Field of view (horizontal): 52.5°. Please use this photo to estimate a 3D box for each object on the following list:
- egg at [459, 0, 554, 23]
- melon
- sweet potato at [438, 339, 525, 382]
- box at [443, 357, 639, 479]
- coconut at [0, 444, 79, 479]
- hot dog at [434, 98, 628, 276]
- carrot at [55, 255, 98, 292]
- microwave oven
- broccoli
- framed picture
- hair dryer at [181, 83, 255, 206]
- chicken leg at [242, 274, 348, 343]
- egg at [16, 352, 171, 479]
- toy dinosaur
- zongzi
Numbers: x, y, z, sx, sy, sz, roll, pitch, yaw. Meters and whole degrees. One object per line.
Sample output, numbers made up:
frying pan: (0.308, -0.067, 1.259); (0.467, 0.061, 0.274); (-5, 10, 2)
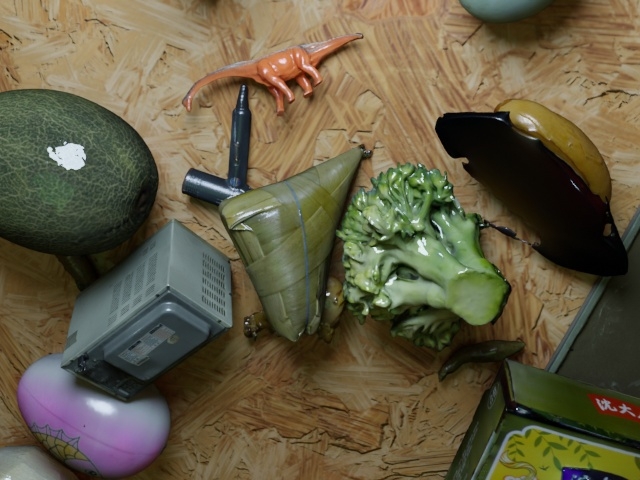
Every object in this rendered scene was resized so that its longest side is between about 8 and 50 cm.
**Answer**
egg: (0.249, -0.361, 0.800); (0.149, 0.149, 0.192); (42, 110, -8)
melon: (-0.394, -0.102, 0.952); (0.302, 0.237, 0.237); (18, 112, 8)
sweet potato: (0.260, 0.189, 1.068); (0.153, 0.038, 0.041); (-23, 63, 14)
box: (0.409, 0.437, 1.071); (0.373, 0.138, 0.420); (17, 116, 2)
coconut: (-0.565, 0.519, 1.222); (0.230, 0.227, 0.227); (41, 111, 0)
hot dog: (0.312, -0.093, 0.915); (0.194, 0.107, 0.326); (5, 144, 48)
carrot: (-0.403, 0.079, 1.131); (0.049, 0.049, 0.254); (-18, 111, 15)
microwave oven: (-0.269, 0.118, 1.032); (0.241, 0.194, 0.145); (-35, 129, 19)
broccoli: (0.148, 0.047, 0.914); (0.288, 0.245, 0.248); (37, 97, -24)
framed picture: (0.532, 0.128, 1.011); (0.247, 0.022, 0.335); (20, 112, 0)
hair dryer: (-0.107, -0.133, 1.003); (0.173, 0.050, 0.194); (20, 109, -2)
chicken leg: (-0.038, 0.124, 1.072); (0.208, 0.085, 0.101); (-24, 117, 25)
egg: (-0.392, 0.298, 1.133); (0.271, 0.196, 0.196); (30, 113, 14)
toy dinosaur: (-0.068, -0.234, 0.942); (0.280, 0.055, 0.101); (-25, 81, 3)
zongzi: (0.000, 0.000, 0.975); (0.256, 0.115, 0.228); (-28, 104, -21)
